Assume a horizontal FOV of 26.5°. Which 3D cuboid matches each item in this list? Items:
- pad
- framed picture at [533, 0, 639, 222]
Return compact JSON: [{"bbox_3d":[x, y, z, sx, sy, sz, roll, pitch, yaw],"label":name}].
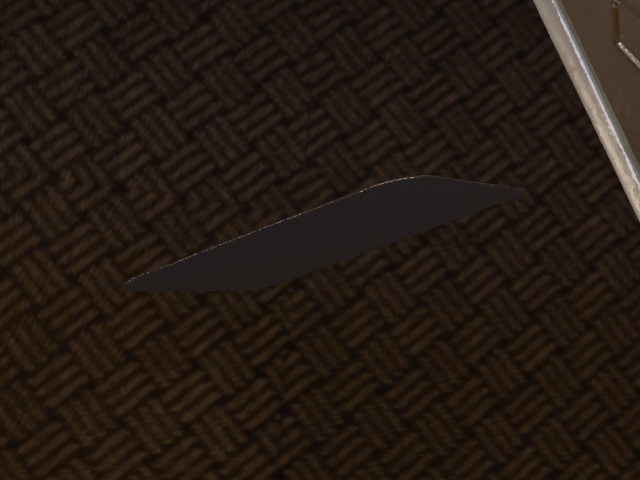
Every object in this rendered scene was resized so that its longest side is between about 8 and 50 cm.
[{"bbox_3d":[0.000,0.000,0.978,0.181,0.267,0.004,4,69,-55],"label":"pad"},{"bbox_3d":[0.257,-0.159,1.115,0.315,0.024,0.232,57,40,-27],"label":"framed picture"}]
